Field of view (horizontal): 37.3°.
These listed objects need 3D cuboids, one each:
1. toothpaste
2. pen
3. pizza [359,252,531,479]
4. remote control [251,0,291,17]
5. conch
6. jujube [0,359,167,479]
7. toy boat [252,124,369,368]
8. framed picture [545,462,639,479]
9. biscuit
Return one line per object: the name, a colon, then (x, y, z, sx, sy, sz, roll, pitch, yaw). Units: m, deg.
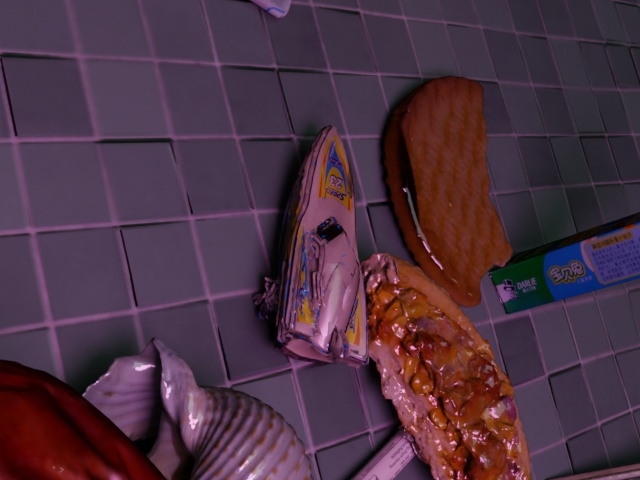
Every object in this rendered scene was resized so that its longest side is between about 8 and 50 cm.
toothpaste: (0.274, 0.007, 0.836, 0.065, 0.267, 0.050, -28, 93, -44)
pen: (0.078, 0.157, 0.774, 0.204, 0.025, 0.025, -34, 98, -44)
pizza: (0.110, 0.117, 0.760, 0.127, 0.058, 0.246, -17, 82, -45)
remote control: (-0.074, -0.234, 0.793, 0.124, 0.018, 0.053, 28, 56, -31)
conch: (-0.081, 0.148, 0.582, 0.153, 0.102, 0.135, 39, 52, 20)
jujube: (-0.118, 0.214, 0.438, 0.223, 0.223, 0.318, -28, 86, -44)
toy boat: (0.000, 0.000, 0.736, 0.084, 0.066, 0.210, 23, 59, -36)
framed picture: (0.364, 0.319, 0.895, 0.296, 0.019, 0.232, -5, 75, -20)
biscuit: (0.126, -0.059, 0.896, 0.176, 0.031, 0.228, 46, 47, -20)
